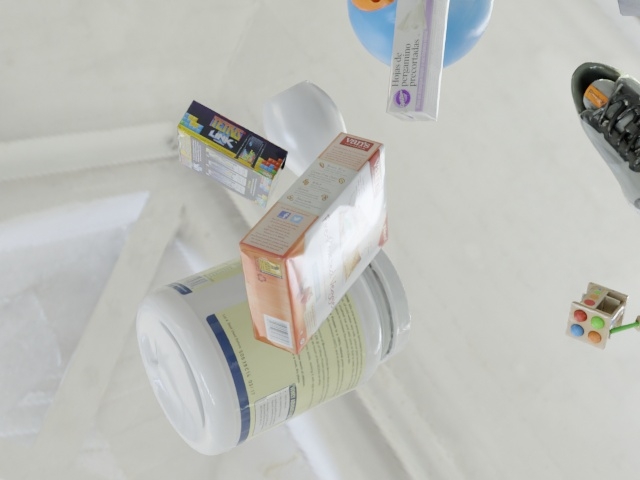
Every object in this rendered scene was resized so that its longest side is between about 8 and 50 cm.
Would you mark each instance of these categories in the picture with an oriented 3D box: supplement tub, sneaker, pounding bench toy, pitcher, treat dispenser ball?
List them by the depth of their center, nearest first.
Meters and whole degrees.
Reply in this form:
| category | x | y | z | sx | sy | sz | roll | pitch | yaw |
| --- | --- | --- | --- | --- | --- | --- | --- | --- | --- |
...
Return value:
| category | x | y | z | sx | sy | sz | roll | pitch | yaw |
| --- | --- | --- | --- | --- | --- | --- | --- | --- | --- |
| sneaker | 0.328 | -0.109 | 1.065 | 0.108 | 0.100 | 0.271 | 39 | -163 | -23 |
| pounding bench toy | 0.356 | 0.100 | 1.257 | 0.083 | 0.052 | 0.065 | 22 | -143 | 28 |
| supplement tub | -0.063 | 0.128 | 1.399 | 0.325 | 0.235 | 0.235 | -21 | -116 | -28 |
| pitcher | 0.003 | -0.160 | 1.680 | 0.207 | 0.125 | 0.178 | 61 | -148 | -5 |
| treat dispenser ball | 0.195 | -0.476 | 1.994 | 0.288 | 0.288 | 0.288 | 16 | -135 | -17 |

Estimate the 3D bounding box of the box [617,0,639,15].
| category | x | y | z | sx | sy | sz | roll | pitch | yaw |
| --- | --- | --- | --- | --- | --- | --- | --- | --- | --- |
| box | 0.314 | -0.193 | 0.583 | 0.231 | 0.056 | 0.183 | -28 | -155 | -24 |

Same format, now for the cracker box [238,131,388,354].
| category | x | y | z | sx | sy | sz | roll | pitch | yaw |
| --- | --- | --- | --- | --- | --- | --- | --- | --- | --- |
| cracker box | 0.000 | 0.000 | 1.204 | 0.067 | 0.155 | 0.232 | 18 | -133 | 25 |

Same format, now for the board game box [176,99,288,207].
| category | x | y | z | sx | sy | sz | roll | pitch | yaw |
| --- | --- | --- | --- | --- | --- | --- | --- | --- | --- |
| board game box | -0.120 | -0.112 | 1.363 | 0.141 | 0.170 | 0.048 | 30 | -103 | -1 |

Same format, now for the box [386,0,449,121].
| category | x | y | z | sx | sy | sz | roll | pitch | yaw |
| --- | --- | --- | --- | --- | --- | --- | --- | --- | --- |
| box | 0.154 | -0.345 | 1.541 | 0.067 | 0.063 | 0.324 | 11 | -96 | -61 |
